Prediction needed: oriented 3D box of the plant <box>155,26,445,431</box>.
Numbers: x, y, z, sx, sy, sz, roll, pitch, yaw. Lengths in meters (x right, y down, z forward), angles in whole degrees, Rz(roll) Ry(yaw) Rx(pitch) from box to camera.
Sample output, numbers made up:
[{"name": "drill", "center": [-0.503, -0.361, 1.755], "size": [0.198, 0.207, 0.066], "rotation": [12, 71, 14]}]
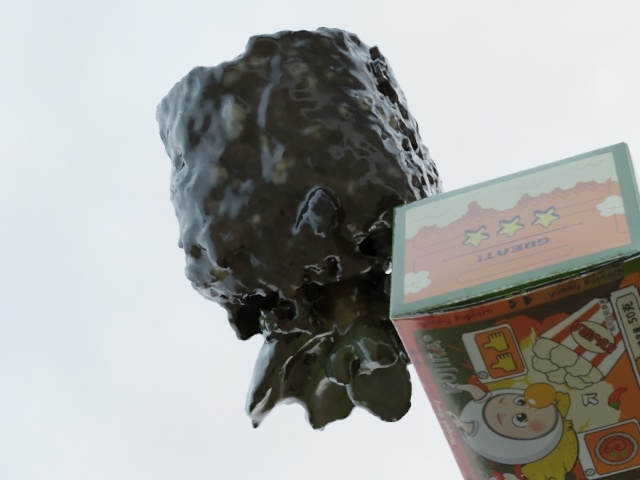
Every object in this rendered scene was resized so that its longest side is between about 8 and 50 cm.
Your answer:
[{"name": "plant", "center": [0.000, 0.000, 1.163], "size": [0.215, 0.213, 0.312], "rotation": [-20, -110, 17]}]

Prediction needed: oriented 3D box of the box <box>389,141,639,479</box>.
[{"name": "box", "center": [0.162, 0.066, 0.992], "size": [0.177, 0.148, 0.195], "rotation": [-15, -58, 15]}]
